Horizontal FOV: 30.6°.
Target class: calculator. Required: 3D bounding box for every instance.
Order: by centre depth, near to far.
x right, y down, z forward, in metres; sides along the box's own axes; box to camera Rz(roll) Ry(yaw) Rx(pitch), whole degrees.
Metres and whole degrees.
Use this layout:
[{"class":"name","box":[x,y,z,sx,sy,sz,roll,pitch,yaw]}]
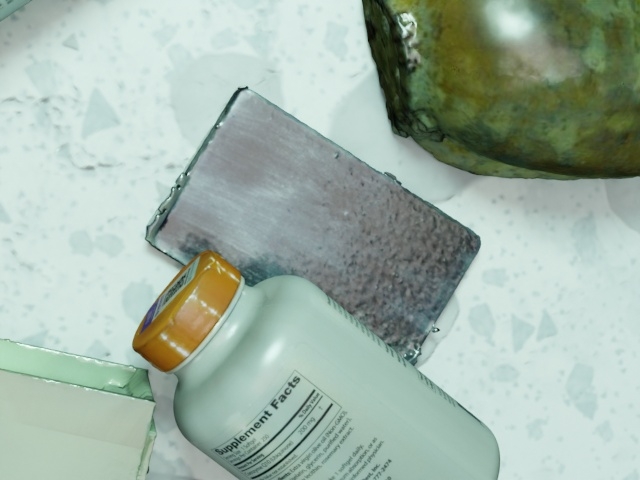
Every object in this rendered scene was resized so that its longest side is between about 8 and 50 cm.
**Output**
[{"class":"calculator","box":[0.000,0.000,0.995,0.262,0.021,0.161,33,87,-12]}]

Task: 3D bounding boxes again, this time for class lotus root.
[{"class":"lotus root","box":[0.173,-0.183,0.954,0.260,0.149,0.267,-2,91,-11]}]

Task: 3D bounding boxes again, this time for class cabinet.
[{"class":"cabinet","box":[-0.214,0.197,0.905,0.150,0.145,0.206,14,91,-11]}]

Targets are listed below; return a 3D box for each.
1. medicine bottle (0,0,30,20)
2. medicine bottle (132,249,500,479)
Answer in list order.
[{"class":"medicine bottle","box":[-0.247,-0.244,0.868,0.293,0.141,0.141,-35,100,-7]},{"class":"medicine bottle","box":[-0.008,0.132,0.926,0.289,0.157,0.157,40,86,-14]}]
